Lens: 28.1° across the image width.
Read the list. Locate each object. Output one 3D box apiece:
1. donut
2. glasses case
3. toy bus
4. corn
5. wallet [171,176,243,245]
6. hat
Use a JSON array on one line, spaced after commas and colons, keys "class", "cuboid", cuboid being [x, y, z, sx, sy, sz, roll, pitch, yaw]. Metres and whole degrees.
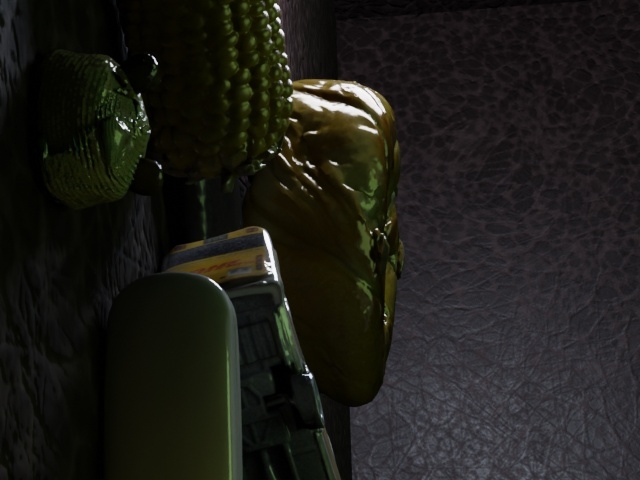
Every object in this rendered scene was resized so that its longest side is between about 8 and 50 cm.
[{"class": "donut", "cuboid": [0.000, 0.000, 1.334, 0.360, 0.170, 0.360, 2, 90, -84]}, {"class": "glasses case", "cuboid": [-0.083, 0.115, 0.718, 0.049, 0.076, 0.197, 64, 22, -74]}, {"class": "toy bus", "cuboid": [-0.035, 0.165, 0.938, 0.138, 0.097, 0.342, -106, -179, -63]}, {"class": "corn", "cuboid": [-0.083, -0.183, 0.809, 0.106, 0.106, 0.305, -85, 168, -62]}, {"class": "wallet", "cuboid": [-0.085, -0.026, 1.017, 0.170, 0.044, 0.321, -86, 172, -72]}, {"class": "hat", "cuboid": [-0.110, -0.056, 0.647, 0.076, 0.059, 0.077, 52, 39, -74]}]
